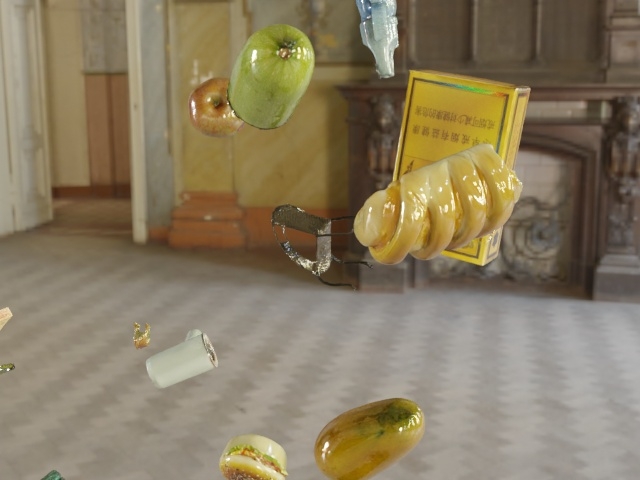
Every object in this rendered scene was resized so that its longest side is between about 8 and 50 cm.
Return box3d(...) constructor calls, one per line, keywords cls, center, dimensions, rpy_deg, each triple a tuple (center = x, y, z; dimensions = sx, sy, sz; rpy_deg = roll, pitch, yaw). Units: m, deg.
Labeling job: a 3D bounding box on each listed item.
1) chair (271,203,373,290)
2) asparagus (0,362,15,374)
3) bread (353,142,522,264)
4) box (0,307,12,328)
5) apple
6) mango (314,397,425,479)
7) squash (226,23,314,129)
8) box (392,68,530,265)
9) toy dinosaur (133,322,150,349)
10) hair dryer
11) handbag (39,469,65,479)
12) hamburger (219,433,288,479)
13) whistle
box3d(cls="chair", center=(0.000, 0.000, 1.999), dimensions=(0.213, 0.149, 0.174), rpy_deg=(11, 26, 17))
box3d(cls="asparagus", center=(-0.446, 0.181, 1.223), dimensions=(0.166, 0.013, 0.016), rpy_deg=(-21, -17, 41))
box3d(cls="bread", center=(0.119, -0.030, 0.942), dimensions=(0.177, 0.084, 0.119), rpy_deg=(-20, -15, -22))
box3d(cls="box", center=(-0.422, 0.112, 1.111), dimensions=(0.058, 0.015, 0.093), rpy_deg=(-40, -9, 38))
box3d(cls="apple", center=(-0.206, -0.269, 1.851), dimensions=(0.126, 0.126, 0.102), rpy_deg=(0, -13, 5))
box3d(cls="mango", center=(0.104, 0.391, 1.830), dimensions=(0.254, 0.139, 0.175), rpy_deg=(-30, -3, 25))
box3d(cls="squash", center=(-0.076, -0.284, 1.541), dimensions=(0.132, 0.132, 0.247), rpy_deg=(-3, -12, -15))
box3d(cls="box", center=(0.227, -0.128, 1.575), dimensions=(0.193, 0.301, 0.084), rpy_deg=(16, 17, 27))
box3d(cls="toy dinosaur", center=(-0.280, 0.150, 1.451), dimensions=(0.026, 0.041, 0.113), rpy_deg=(4, -6, -3))
box3d(cls="hair dryer", center=(-0.281, 0.225, 1.919), dimensions=(0.131, 0.073, 0.236), rpy_deg=(-23, 12, 1))
box3d(cls="handbag", center=(-0.372, 0.451, 1.085), dimensions=(0.089, 0.326, 0.238), rpy_deg=(22, 10, 11))
box3d(cls="hamburger", center=(-0.120, 0.409, 1.675), dimensions=(0.126, 0.081, 0.141), rpy_deg=(34, -45, -20))
box3d(cls="whistle", center=(0.122, -0.471, 1.921), dimensions=(0.093, 0.269, 0.180), rpy_deg=(-10, 3, 12))
